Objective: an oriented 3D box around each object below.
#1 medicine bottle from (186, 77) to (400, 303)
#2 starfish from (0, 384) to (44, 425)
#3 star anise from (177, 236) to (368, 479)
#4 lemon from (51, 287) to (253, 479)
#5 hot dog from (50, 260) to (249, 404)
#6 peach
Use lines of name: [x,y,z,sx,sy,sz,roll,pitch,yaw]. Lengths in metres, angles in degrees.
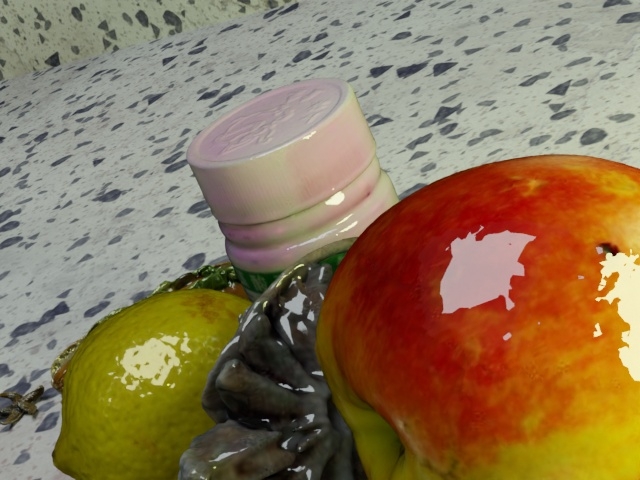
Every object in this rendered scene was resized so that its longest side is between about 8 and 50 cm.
medicine bottle: [0.000,0.000,1.400,0.212,0.325,0.212,-19,25,9]
starfish: [-0.423,0.230,1.687,0.078,0.028,0.091,-44,33,-25]
star anise: [-0.014,0.168,1.156,0.139,0.316,0.359,-8,3,42]
lemon: [-0.147,0.175,1.282,0.267,0.267,0.267,-20,25,10]
hot dog: [-0.215,0.115,1.637,0.337,0.100,0.135,-31,24,-12]
peach: [0.197,0.101,0.994,0.388,0.388,0.388,-20,25,10]
